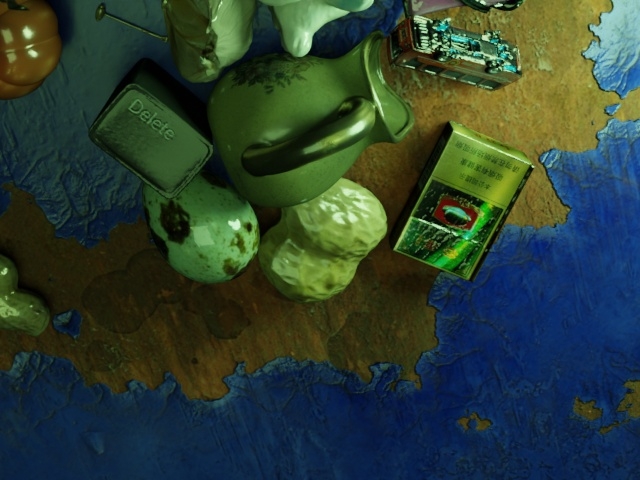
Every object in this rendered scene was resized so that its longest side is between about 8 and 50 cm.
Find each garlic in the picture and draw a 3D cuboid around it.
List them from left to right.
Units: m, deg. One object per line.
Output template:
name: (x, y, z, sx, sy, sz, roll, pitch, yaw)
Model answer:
garlic: (-0.163, -0.353, 1.748, 0.142, 0.178, 0.229, -14, 139, -30)

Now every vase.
vase: (-0.010, -0.178, 1.733, 0.302, 0.329, 0.241, -20, 109, 5)

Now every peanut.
peanut: (-0.559, 0.081, 1.946, 0.104, 0.085, 0.228, -35, 112, 0)
peanut: (0.000, 0.000, 1.927, 0.196, 0.110, 0.233, 23, 112, -24)

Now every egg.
egg: (-0.202, -0.033, 1.873, 0.169, 0.169, 0.231, -37, 100, 12)

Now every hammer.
hammer: (-0.303, -0.345, 1.818, 0.123, 0.014, 0.029, 21, 119, -13)

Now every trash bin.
trash bin: (-0.255, -0.188, 1.771, 0.165, 0.225, 0.115, 38, 106, -17)

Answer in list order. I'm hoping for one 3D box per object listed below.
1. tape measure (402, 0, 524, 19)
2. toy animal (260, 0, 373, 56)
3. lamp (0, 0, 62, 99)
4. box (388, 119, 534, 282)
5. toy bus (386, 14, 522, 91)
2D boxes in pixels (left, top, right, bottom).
tape measure: (0.229, -0.459, 1.724, 0.231, 0.149, 0.245, -10, 113, 3)
toy animal: (0.029, -0.426, 1.667, 0.289, 0.249, 0.174, -37, 102, 31)
lamp: (-0.489, -0.313, 1.744, 0.187, 0.164, 0.188, 9, 116, 19)
box: (0.238, -0.065, 1.935, 0.159, 0.071, 0.240, 20, 110, -14)
toy bus: (0.213, -0.293, 1.783, 0.235, 0.074, 0.096, 7, 158, -31)
